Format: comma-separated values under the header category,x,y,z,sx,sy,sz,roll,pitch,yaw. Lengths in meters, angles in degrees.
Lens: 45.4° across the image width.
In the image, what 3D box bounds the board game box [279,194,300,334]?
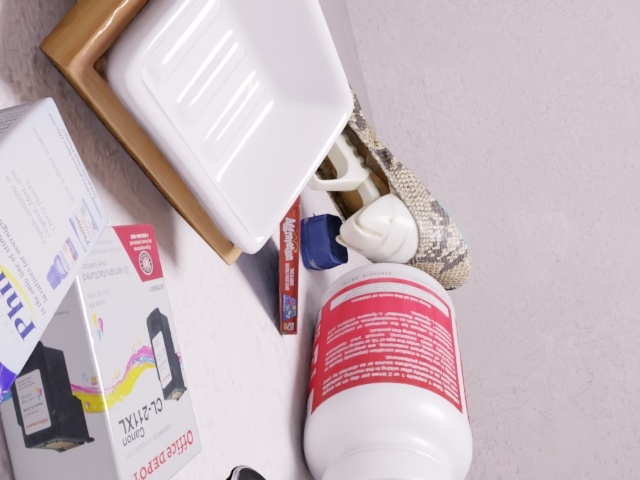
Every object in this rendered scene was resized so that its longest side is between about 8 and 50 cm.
category,x,y,z,sx,sy,sz,roll,pitch,yaw
board game box,-0.040,-0.010,0.989,0.281,0.027,0.145,94,-6,-53

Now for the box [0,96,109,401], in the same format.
category,x,y,z,sx,sy,sz,roll,pitch,yaw
box,-0.179,0.007,0.327,0.137,0.126,0.072,-81,157,-58

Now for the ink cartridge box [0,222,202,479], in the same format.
category,x,y,z,sx,sy,sz,roll,pitch,yaw
ink cartridge box,-0.149,0.082,0.510,0.127,0.072,0.175,-16,93,-78

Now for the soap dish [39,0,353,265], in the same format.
category,x,y,z,sx,sy,sz,roll,pitch,yaw
soap dish,-0.094,-0.145,0.688,0.229,0.118,0.291,-57,149,-18

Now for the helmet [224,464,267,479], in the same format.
category,x,y,z,sx,sy,sz,roll,pitch,yaw
helmet,-0.067,0.252,0.509,0.161,0.169,0.169,59,16,-10

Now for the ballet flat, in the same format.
category,x,y,z,sx,sy,sz,roll,pitch,yaw
ballet flat,0.050,-0.097,1.234,0.483,0.164,0.182,56,39,5

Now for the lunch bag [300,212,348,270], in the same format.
category,x,y,z,sx,sy,sz,roll,pitch,yaw
lunch bag,0.000,0.000,1.286,0.067,0.065,0.098,16,63,-59

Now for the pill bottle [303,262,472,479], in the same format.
category,x,y,z,sx,sy,sz,roll,pitch,yaw
pill bottle,0.095,0.232,1.096,0.407,0.229,0.229,-83,157,-57
